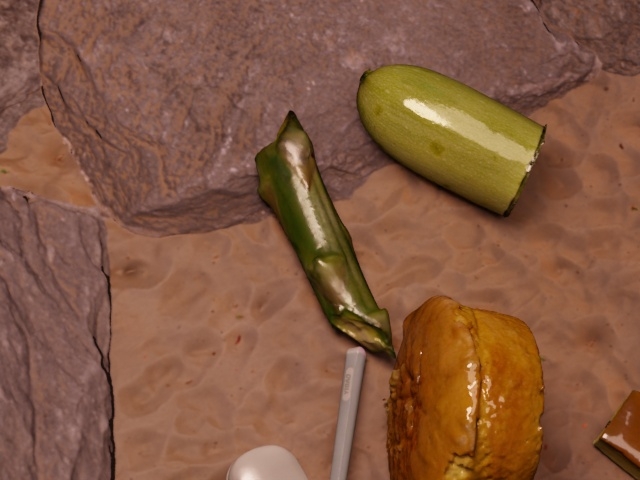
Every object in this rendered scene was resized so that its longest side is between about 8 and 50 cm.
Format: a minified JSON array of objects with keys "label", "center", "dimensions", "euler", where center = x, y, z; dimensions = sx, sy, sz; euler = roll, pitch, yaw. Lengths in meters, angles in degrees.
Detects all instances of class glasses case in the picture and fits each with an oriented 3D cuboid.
[{"label":"glasses case","center":[-0.030,0.345,1.802],"dimensions":[0.092,0.059,0.233],"euler":[-21,75,-24]}]

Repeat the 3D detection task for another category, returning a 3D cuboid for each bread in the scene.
[{"label":"bread","center":[0.162,0.189,1.807],"dimensions":[0.146,0.268,0.268],"euler":[6,67,-13]},{"label":"bread","center":[0.447,0.283,1.931],"dimensions":[0.226,0.049,0.088],"euler":[39,66,5]}]

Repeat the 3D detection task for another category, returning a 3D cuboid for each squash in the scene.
[{"label":"squash","center":[0.154,-0.139,2.009],"dimensions":[0.247,0.132,0.132],"euler":[26,65,3]}]

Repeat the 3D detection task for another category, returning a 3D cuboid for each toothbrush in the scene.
[{"label":"toothbrush","center":[0.019,0.265,1.823],"dimensions":[0.025,0.030,0.342],"euler":[-10,46,25]}]

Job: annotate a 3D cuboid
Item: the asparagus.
[{"label":"asparagus","center":[0.001,-0.001,1.946],"dimensions":[0.085,0.082,0.343],"euler":[-12,72,-30]}]
